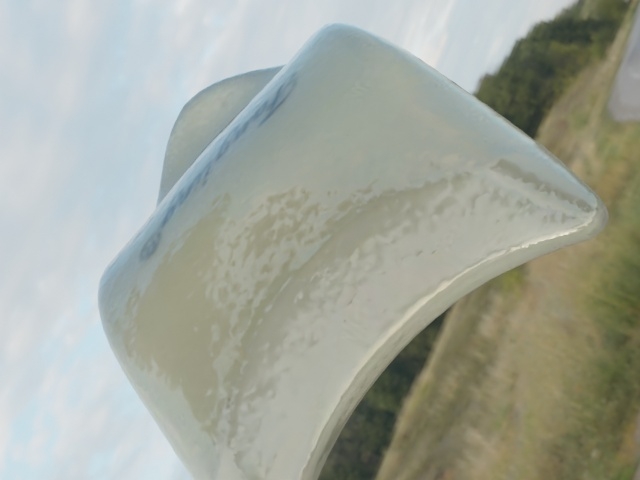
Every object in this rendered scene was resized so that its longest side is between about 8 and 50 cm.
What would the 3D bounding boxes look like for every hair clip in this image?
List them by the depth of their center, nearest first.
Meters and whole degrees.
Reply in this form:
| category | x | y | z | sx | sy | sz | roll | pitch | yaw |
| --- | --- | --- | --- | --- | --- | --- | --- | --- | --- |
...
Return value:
| category | x | y | z | sx | sy | sz | roll | pitch | yaw |
| --- | --- | --- | --- | --- | --- | --- | --- | --- | --- |
| hair clip | -0.013 | -0.010 | 0.514 | 0.172 | 0.113 | 0.282 | -48 | 13 | 6 |
